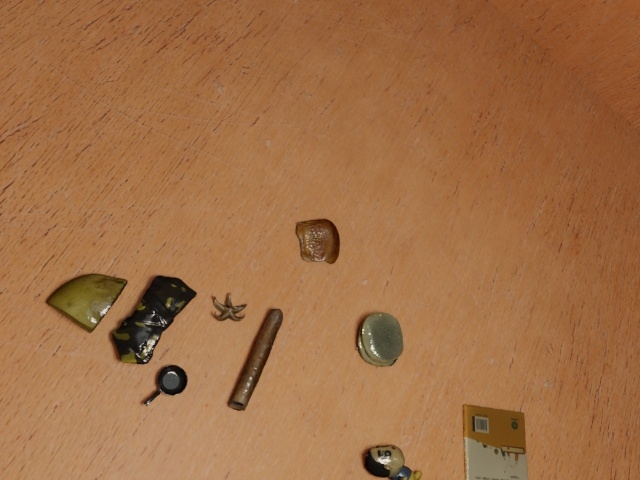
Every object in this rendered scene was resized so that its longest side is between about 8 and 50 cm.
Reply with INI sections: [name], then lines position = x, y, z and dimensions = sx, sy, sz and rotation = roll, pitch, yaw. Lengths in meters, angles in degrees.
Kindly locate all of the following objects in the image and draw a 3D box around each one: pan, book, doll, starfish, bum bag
[pan]
position = -0.350, 0.329, 1.390
dimensions = 0.115, 0.023, 0.068
rotation = -39, 91, -35
[book]
position = 0.482, 0.610, 1.701
dimensions = 0.207, 0.020, 0.296
rotation = 14, 65, -22
[doll]
position = 0.186, 0.559, 1.538
dimensions = 0.179, 0.102, 0.089
rotation = 26, 100, -16
[starfish]
position = -0.226, 0.166, 1.516
dimensions = 0.091, 0.028, 0.078
rotation = 35, 53, -7
[bum bag]
position = -0.382, 0.178, 1.414
dimensions = 0.106, 0.060, 0.233
rotation = 34, 57, -1

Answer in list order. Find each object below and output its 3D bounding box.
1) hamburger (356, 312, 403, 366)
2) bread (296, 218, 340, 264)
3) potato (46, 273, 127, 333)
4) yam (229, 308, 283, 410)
[hamburger]
position = 0.158, 0.263, 1.651
dimensions = 0.133, 0.062, 0.140
rotation = 2, 68, -30
[bread]
position = 0.000, 0.000, 1.686
dimensions = 0.126, 0.044, 0.129
rotation = -1, 75, -26
[potato]
position = -0.508, 0.109, 1.365
dimensions = 0.120, 0.081, 0.149
rotation = 36, 59, -12
[yam]
position = -0.149, 0.282, 1.498
dimensions = 0.046, 0.046, 0.264
rotation = 31, 61, -13
